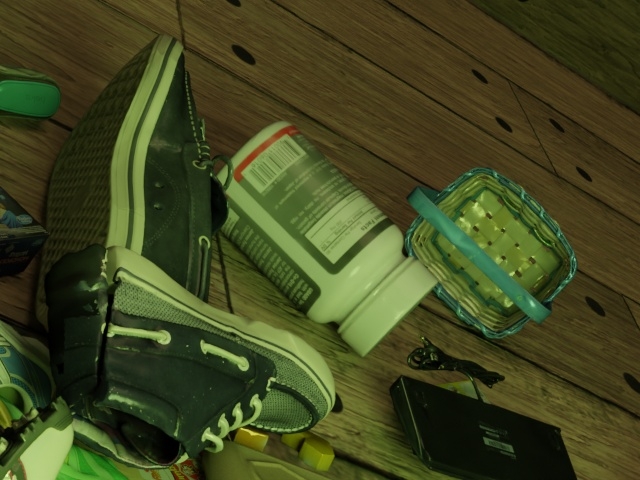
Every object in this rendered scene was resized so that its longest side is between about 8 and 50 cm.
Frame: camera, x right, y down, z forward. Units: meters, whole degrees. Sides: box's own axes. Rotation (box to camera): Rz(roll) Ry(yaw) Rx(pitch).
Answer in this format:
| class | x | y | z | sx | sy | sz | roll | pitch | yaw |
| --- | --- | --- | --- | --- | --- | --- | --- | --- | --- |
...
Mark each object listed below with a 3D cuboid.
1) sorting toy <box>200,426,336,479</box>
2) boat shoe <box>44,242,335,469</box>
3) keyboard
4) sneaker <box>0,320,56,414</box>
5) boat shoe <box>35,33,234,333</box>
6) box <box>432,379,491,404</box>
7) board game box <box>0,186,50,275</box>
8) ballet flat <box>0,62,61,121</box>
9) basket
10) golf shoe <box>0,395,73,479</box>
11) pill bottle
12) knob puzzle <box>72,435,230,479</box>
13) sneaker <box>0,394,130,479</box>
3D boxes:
| class | x | y | z | sx | sy | sz | roll | pitch | yaw |
| --- | --- | --- | --- | --- | --- | --- | --- | --- | --- |
| sorting toy | 0.001 | 0.250 | 1.237 | 0.229 | 0.041 | 0.307 | 20 | 11 | -18 |
| boat shoe | -0.109 | 0.144 | 1.190 | 0.340 | 0.127 | 0.158 | 31 | 41 | -39 |
| keyboard | 0.199 | 0.224 | 1.651 | 0.317 | 0.033 | 0.202 | 23 | 40 | -40 |
| sneaker | -0.308 | 0.093 | 1.143 | 0.211 | 0.080 | 0.081 | 37 | 29 | -31 |
| boat shoe | -0.192 | -0.049 | 1.462 | 0.156 | 0.187 | 0.500 | 35 | 29 | -27 |
| box | 0.166 | 0.231 | 1.677 | 0.179 | 0.043 | 0.105 | 5 | 44 | -56 |
| board game box | -0.393 | -0.048 | 1.295 | 0.194 | 0.060 | 0.194 | 48 | 25 | 18 |
| ballet flat | -0.391 | -0.174 | 1.525 | 0.068 | 0.072 | 0.213 | 24 | 11 | 35 |
| basket | 0.242 | 0.013 | 1.957 | 0.255 | 0.201 | 0.289 | 45 | 15 | 7 |
| golf shoe | -0.241 | 0.235 | 0.950 | 0.120 | 0.105 | 0.273 | 43 | 50 | -16 |
| pill bottle | 0.000 | 0.000 | 1.674 | 0.283 | 0.161 | 0.161 | 45 | 24 | 7 |
| knob puzzle | -0.158 | 0.203 | 1.241 | 0.213 | 0.030 | 0.213 | 26 | 16 | -8 |
| sneaker | -0.235 | 0.204 | 1.088 | 0.295 | 0.109 | 0.123 | 37 | -7 | 4 |
